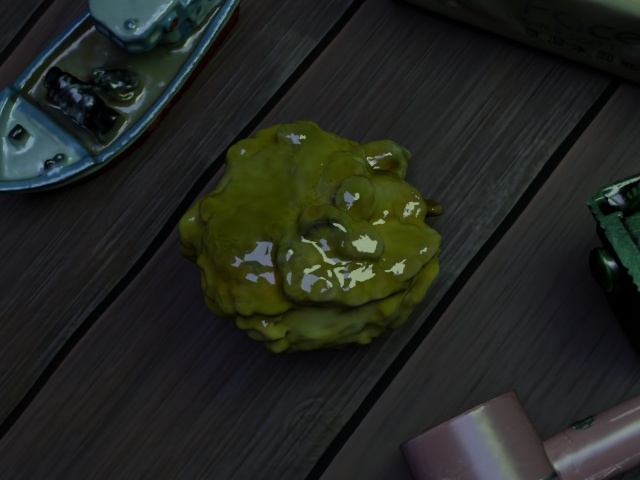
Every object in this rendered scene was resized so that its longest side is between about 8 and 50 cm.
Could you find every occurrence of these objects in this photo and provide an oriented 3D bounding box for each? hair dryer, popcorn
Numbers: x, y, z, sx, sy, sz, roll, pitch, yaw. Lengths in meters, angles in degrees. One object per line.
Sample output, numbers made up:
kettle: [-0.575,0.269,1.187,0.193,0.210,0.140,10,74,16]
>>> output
hair dryer: [0.273,0.206,0.914,0.353,0.125,0.210,-25,76,0]
popcorn: [0.000,0.000,0.979,0.266,0.192,0.233,-31,57,-27]

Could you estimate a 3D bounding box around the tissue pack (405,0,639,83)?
tissue pack: [0.305,-0.354,1.015,0.405,0.205,0.331,21,83,11]

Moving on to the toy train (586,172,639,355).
toy train: [0.402,-0.007,0.935,0.330,0.178,0.138,-19,56,-4]

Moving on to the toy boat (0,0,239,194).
toy boat: [-0.231,-0.174,1.056,0.145,0.133,0.332,38,82,12]
